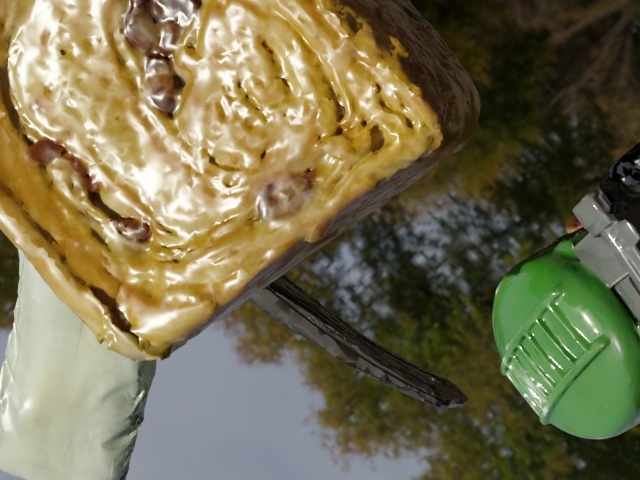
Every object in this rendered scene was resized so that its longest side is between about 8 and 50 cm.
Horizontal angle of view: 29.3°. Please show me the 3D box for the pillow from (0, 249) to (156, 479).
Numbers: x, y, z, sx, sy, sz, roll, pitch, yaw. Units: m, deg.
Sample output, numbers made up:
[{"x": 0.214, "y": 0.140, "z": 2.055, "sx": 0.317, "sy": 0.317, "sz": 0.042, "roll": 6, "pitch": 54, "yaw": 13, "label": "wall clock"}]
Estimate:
[{"x": -0.200, "y": 0.108, "z": 0.999, "sx": 0.128, "sy": 0.229, "sz": 0.051, "roll": 15, "pitch": -158, "yaw": -2, "label": "pillow"}]

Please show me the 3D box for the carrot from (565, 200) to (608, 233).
[{"x": 0.356, "y": 0.080, "z": 1.178, "sx": 0.196, "sy": 0.196, "sz": 0.254, "roll": -33, "pitch": -72, "yaw": -71, "label": "carrot"}]

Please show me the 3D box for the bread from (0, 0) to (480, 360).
[{"x": -0.042, "y": -0.054, "z": 0.444, "sx": 0.149, "sy": 0.158, "sz": 0.143, "roll": 56, "pitch": -162, "yaw": 3, "label": "bread"}]

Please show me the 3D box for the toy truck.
[{"x": 0.188, "y": -0.004, "z": 0.518, "sx": 0.242, "sy": 0.125, "sz": 0.101, "roll": -26, "pitch": -106, "yaw": -26, "label": "toy truck"}]

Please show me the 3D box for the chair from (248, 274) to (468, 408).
[{"x": 0.000, "y": 0.000, "z": 0.653, "sx": 0.212, "sy": 0.101, "sz": 0.084, "roll": 25, "pitch": -175, "yaw": 6, "label": "chair"}]
